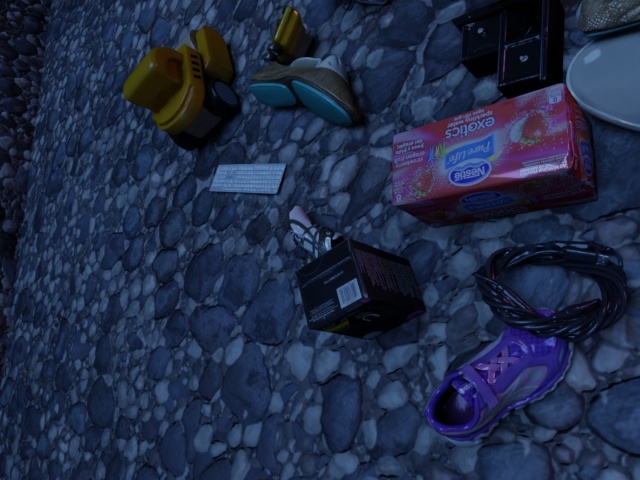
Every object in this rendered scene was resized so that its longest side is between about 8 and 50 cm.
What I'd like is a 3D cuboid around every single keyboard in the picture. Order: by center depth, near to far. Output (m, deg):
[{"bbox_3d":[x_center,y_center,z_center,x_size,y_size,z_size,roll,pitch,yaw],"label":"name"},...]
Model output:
[{"bbox_3d":[-0.176,-0.147,1.221,0.255,0.014,0.072,7,81,43],"label":"keyboard"}]

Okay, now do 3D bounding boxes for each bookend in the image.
[{"bbox_3d":[0.286,-0.285,0.804,0.157,0.072,0.157,-3,74,42],"label":"bookend"}]

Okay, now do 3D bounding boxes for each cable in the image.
[{"bbox_3d":[0.286,0.062,0.663,0.184,0.047,0.151,4,49,29],"label":"cable"}]

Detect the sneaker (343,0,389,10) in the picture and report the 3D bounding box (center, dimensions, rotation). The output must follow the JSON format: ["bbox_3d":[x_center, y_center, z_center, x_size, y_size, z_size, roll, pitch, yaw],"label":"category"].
[{"bbox_3d":[0.135,-0.566,1.020,0.268,0.101,0.153,-22,63,45],"label":"sneaker"}]

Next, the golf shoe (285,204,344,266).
[{"bbox_3d":[0.000,0.000,0.978,0.093,0.077,0.198,-33,59,13],"label":"golf shoe"}]

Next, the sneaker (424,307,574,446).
[{"bbox_3d":[0.225,0.182,0.677,0.236,0.104,0.095,-50,47,16],"label":"sneaker"}]

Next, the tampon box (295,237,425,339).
[{"bbox_3d":[0.064,0.083,0.818,0.120,0.161,0.102,-34,56,31],"label":"tampon box"}]

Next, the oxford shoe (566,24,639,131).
[{"bbox_3d":[0.487,-0.193,0.551,0.449,0.130,0.169,23,93,46],"label":"oxford shoe"}]

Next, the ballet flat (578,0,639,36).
[{"bbox_3d":[0.417,-0.300,0.615,0.206,0.073,0.067,-1,119,38],"label":"ballet flat"}]

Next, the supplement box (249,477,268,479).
[{"bbox_3d":[-0.100,0.503,0.863,0.188,0.104,0.081,41,104,42],"label":"supplement box"}]

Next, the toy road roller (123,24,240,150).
[{"bbox_3d":[-0.371,-0.422,1.335,0.202,0.240,0.330,-34,55,29],"label":"toy road roller"}]

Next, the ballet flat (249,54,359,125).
[{"bbox_3d":[-0.019,-0.333,1.093,0.124,0.116,0.342,-52,41,-10],"label":"ballet flat"}]

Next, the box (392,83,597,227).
[{"bbox_3d":[0.242,-0.108,0.744,0.256,0.128,0.123,-10,69,40],"label":"box"}]

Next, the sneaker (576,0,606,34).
[{"bbox_3d":[0.444,-0.389,0.686,0.086,0.085,0.237,32,113,8],"label":"sneaker"}]

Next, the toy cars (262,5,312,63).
[{"bbox_3d":[-0.026,-0.509,1.104,0.394,0.087,0.177,128,159,-49],"label":"toy cars"}]
